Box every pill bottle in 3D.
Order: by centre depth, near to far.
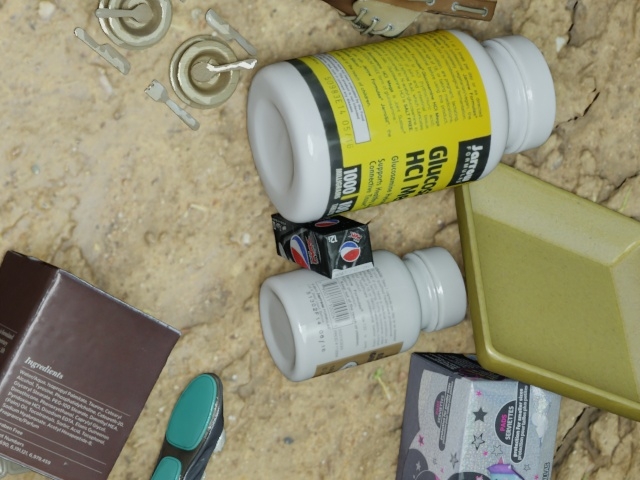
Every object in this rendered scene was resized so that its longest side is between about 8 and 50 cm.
[{"bbox_3d":[0.098,-0.144,1.709,0.334,0.188,0.187,-14,104,-20],"label":"pill bottle"},{"bbox_3d":[0.053,0.081,1.761,0.229,0.131,0.131,-14,104,-20],"label":"pill bottle"}]

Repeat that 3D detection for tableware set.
[{"bbox_3d":[-0.167,-0.226,1.664,0.194,0.039,0.128,39,83,-24],"label":"tableware set"}]

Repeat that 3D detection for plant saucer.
[{"bbox_3d":[0.299,0.076,1.813,0.333,0.332,0.081,21,134,-24],"label":"plant saucer"}]

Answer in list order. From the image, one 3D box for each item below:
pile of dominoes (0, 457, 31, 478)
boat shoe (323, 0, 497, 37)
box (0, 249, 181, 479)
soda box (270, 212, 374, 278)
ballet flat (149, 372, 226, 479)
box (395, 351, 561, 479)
[{"bbox_3d":[-0.431,0.183,1.640,0.251,0.040,0.196,-8,101,-30],"label":"pile of dominoes"},{"bbox_3d":[0.078,-0.296,1.714,0.324,0.122,0.119,-6,105,-21],"label":"boat shoe"},{"bbox_3d":[-0.293,0.142,1.592,0.167,0.168,0.203,31,82,-29],"label":"box"},{"bbox_3d":[0.000,0.000,1.703,0.060,0.169,0.053,-14,104,-20],"label":"soda box"},{"bbox_3d":[-0.157,0.258,1.745,0.074,0.074,0.203,25,83,-25],"label":"ballet flat"},{"bbox_3d":[0.192,0.279,1.836,0.142,0.163,0.247,3,98,-25],"label":"box"}]
